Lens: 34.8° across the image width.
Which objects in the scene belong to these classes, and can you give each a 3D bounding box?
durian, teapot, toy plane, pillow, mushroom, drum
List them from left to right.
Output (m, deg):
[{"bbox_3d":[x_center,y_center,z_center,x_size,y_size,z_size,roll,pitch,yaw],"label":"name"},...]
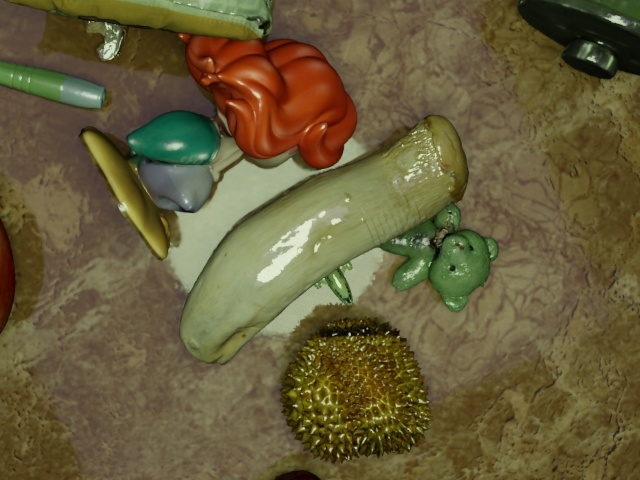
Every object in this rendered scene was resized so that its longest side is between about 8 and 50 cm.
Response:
[{"bbox_3d":[-0.355,-0.200,1.071,0.253,0.049,0.130,-2,93,-4],"label":"drum"},{"bbox_3d":[-0.228,-0.243,1.092,0.049,0.019,0.101,-4,93,-3],"label":"mushroom"},{"bbox_3d":[-0.176,-0.293,0.978,0.310,0.312,0.119,7,129,-2],"label":"pillow"},{"bbox_3d":[0.000,0.000,1.040,0.351,0.095,0.123,-35,130,0],"label":"mushroom"},{"bbox_3d":[0.005,0.022,1.111,0.102,0.040,0.111,-31,95,0],"label":"toy plane"},{"bbox_3d":[0.034,0.161,1.078,0.158,0.137,0.168,-23,103,-23],"label":"durian"},{"bbox_3d":[0.364,-0.319,1.025,0.270,0.200,0.337,28,94,39],"label":"teapot"}]

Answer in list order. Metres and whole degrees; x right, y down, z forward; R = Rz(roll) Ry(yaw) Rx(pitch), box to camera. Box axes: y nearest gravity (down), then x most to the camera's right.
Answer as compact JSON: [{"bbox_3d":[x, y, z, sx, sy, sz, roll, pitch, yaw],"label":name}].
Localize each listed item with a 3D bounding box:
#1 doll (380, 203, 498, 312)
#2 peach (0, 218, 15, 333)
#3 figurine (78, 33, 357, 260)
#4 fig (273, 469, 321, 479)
[{"bbox_3d":[0.117,0.004,1.107,0.150,0.077,0.115,32,80,6],"label":"doll"},{"bbox_3d":[-0.439,0.004,1.012,0.248,0.245,0.275,-23,82,-32],"label":"peach"},{"bbox_3d":[-0.096,-0.115,1.021,0.257,0.181,0.208,-33,115,-2],"label":"figurine"},{"bbox_3d":[-0.015,0.313,1.111,0.089,0.089,0.125,-37,113,-1],"label":"fig"}]
